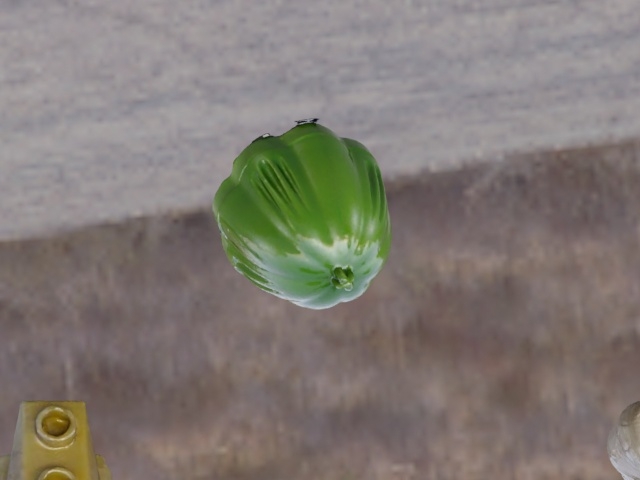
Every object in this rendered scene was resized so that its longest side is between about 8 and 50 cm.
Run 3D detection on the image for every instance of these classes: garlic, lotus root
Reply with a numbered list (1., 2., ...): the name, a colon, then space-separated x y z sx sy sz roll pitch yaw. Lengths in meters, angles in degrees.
1. garlic: 0.330 0.212 1.728 0.074 0.094 0.113 -5 141 36
2. lotus root: 0.000 0.000 1.661 0.186 0.186 0.186 -5 175 0

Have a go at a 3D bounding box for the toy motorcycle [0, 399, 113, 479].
1. toy motorcycle: -0.100 0.168 0.666 0.094 0.229 0.130 1 151 -12
